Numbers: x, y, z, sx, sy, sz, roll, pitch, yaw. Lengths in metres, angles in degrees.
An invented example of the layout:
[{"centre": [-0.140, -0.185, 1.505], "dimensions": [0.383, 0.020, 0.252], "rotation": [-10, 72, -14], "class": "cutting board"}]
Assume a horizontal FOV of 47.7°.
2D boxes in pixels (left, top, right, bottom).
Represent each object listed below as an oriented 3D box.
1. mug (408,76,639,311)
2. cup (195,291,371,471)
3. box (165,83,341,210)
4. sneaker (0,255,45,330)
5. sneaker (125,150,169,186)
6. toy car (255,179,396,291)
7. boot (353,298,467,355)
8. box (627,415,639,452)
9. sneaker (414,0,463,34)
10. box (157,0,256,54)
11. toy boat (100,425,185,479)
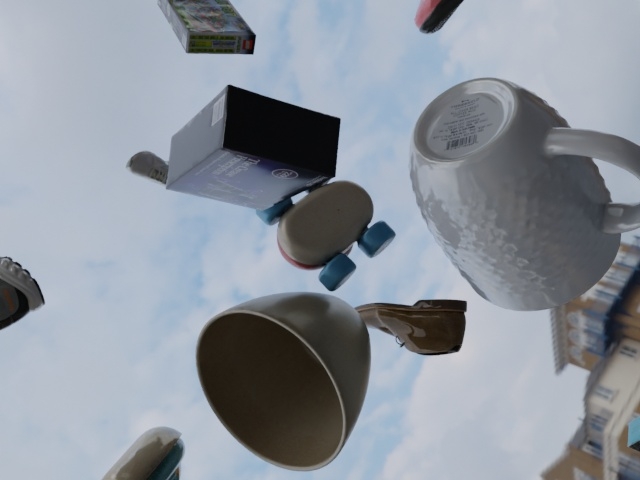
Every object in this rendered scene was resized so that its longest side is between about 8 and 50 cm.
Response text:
[{"centre": [0.327, -0.083, 1.109], "dimensions": [0.328, 0.374, 0.276], "rotation": [46, -122, -40], "class": "mug"}, {"centre": [-0.035, 0.226, 1.370], "dimensions": [0.237, 0.331, 0.331], "rotation": [-36, -49, -49], "class": "cup"}, {"centre": [-0.113, -0.133, 1.135], "dimensions": [0.184, 0.261, 0.103], "rotation": [9, -103, -27], "class": "box"}, {"centre": [-0.583, 0.054, 1.181], "dimensions": [0.108, 0.271, 0.100], "rotation": [-47, -24, -38], "class": "sneaker"}, {"centre": [-0.319, -0.137, 1.435], "dimensions": [0.053, 0.061, 0.152], "rotation": [-55, -28, 14], "class": "sneaker"}, {"centre": [0.000, 0.000, 1.470], "dimensions": [0.210, 0.219, 0.238], "rotation": [-39, -14, -22], "class": "toy car"}, {"centre": [0.175, 0.191, 1.568], "dimensions": [0.112, 0.305, 0.115], "rotation": [10, -103, -47], "class": "boot"}, {"centre": [0.761, 0.427, 1.466], "dimensions": [0.060, 0.244, 0.100], "rotation": [-65, 1, -40], "class": "box"}, {"centre": [0.196, -0.475, 1.189], "dimensions": [0.136, 0.116, 0.314], "rotation": [27, -111, -8], "class": "sneaker"}, {"centre": [-0.195, -0.372, 1.213], "dimensions": [0.114, 0.207, 0.036], "rotation": [-6, -50, -25], "class": "box"}, {"centre": [-0.375, 0.519, 1.449], "dimensions": [0.318, 0.148, 0.267], "rotation": [-50, 0, 26], "class": "toy boat"}]
